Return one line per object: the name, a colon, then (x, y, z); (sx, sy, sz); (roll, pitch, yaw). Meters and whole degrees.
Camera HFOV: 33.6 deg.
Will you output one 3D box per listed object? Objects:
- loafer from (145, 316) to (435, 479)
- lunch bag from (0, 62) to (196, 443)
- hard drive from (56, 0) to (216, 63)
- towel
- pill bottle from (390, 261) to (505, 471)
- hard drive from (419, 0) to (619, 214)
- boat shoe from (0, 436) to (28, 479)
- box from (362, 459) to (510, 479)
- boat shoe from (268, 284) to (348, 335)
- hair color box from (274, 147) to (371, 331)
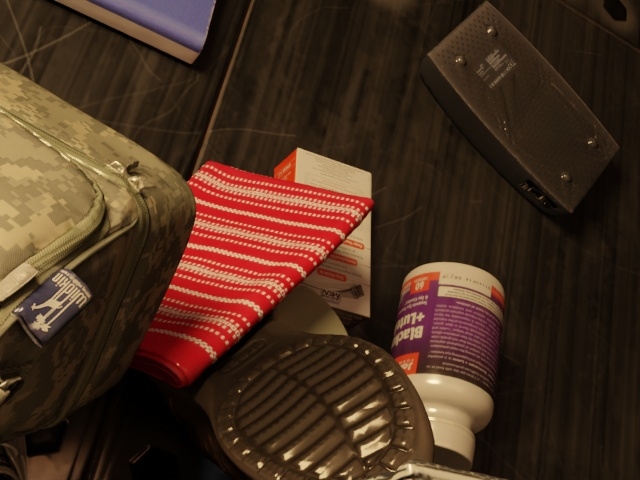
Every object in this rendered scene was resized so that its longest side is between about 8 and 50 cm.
loafer: (-0.017, 0.146, 0.818); (0.134, 0.366, 0.130); (-32, 112, -17)
lunch bag: (-0.266, -0.004, 0.706); (0.305, 0.212, 0.256); (32, 18, 11)
hard drive: (-0.249, -0.335, 1.092); (0.319, 0.040, 0.210); (23, 56, -21)
towel: (-0.105, 0.016, 0.928); (0.275, 0.199, 0.031); (-43, 135, -40)
pill bottle: (0.121, 0.127, 1.047); (0.108, 0.108, 0.193); (26, 55, -19)
hard drive: (0.242, -0.159, 1.304); (0.254, 0.054, 0.172); (47, 51, -3)
boat shoe: (-0.253, 0.181, 0.812); (0.066, 0.063, 0.184); (6, 64, -30)
box: (0.120, 0.372, 0.689); (0.480, 0.472, 0.297); (16, 60, -25)
boat shoe: (-0.007, 0.156, 0.969); (0.079, 0.081, 0.227); (-14, 82, -37)
hair color box: (0.000, 0.000, 1.072); (0.093, 0.053, 0.167); (18, 57, -26)
